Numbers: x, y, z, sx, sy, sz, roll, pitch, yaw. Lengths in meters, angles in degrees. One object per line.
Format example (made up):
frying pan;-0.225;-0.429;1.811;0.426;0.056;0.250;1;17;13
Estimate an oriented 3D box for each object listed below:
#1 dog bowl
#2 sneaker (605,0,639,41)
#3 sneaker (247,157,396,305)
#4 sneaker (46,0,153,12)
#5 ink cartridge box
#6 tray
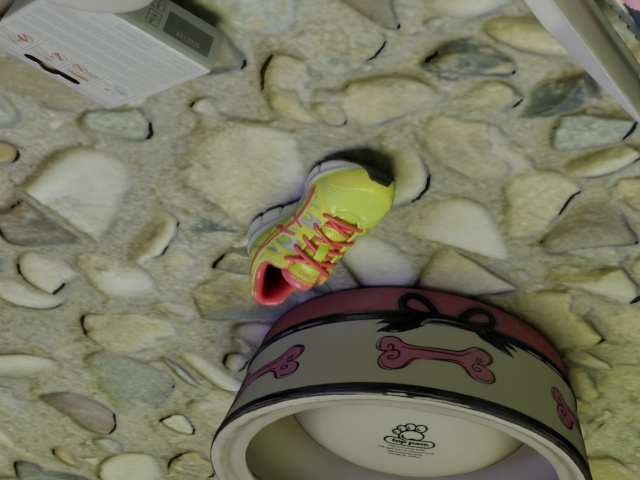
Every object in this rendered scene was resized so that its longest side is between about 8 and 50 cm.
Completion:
dog bowl;0.093;0.198;1.664;0.407;0.150;0.408;7;147;4
sneaker;0.242;-0.218;1.018;0.131;0.112;0.319;-16;141;38
sneaker;0.000;0.000;1.429;0.081;0.094;0.208;25;143;-21
sneaker;-0.187;-0.260;1.073;0.256;0.094;0.151;29;139;-30
ink cartridge box;-0.185;-0.171;1.276;0.145;0.045;0.179;29;160;-29
tray;0.148;-0.191;1.068;0.030;0.145;0.270;-41;137;8
